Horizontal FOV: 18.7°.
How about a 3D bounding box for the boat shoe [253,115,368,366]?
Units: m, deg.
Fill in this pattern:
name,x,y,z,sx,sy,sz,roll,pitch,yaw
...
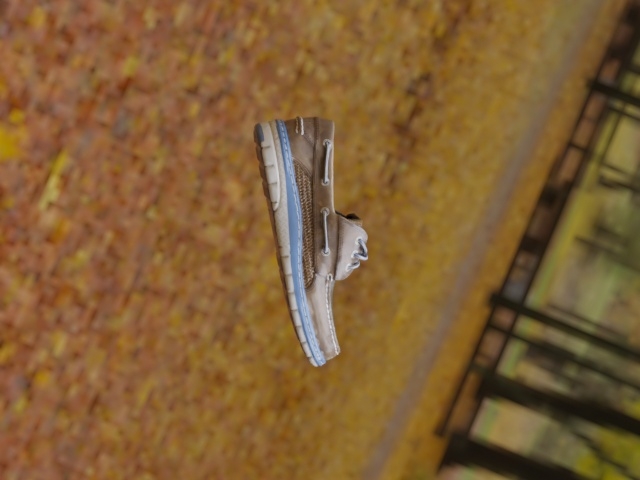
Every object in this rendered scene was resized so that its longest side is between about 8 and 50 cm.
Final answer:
name,x,y,z,sx,sy,sz,roll,pitch,yaw
boat shoe,0.000,0.000,1.405,0.066,0.066,0.183,-118,-163,-77
